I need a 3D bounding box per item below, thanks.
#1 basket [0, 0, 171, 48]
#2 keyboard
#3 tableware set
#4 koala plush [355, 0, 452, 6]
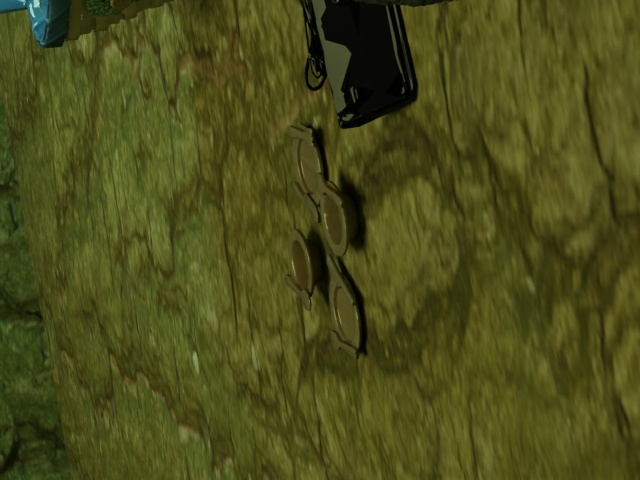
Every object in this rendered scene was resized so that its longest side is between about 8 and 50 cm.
[{"bbox_3d":[-0.254,-0.294,1.403,0.255,0.289,0.201,99,160,-54],"label":"basket"},{"bbox_3d":[0.020,-0.172,1.068,0.100,0.038,0.192,-19,80,49],"label":"keyboard"},{"bbox_3d":[0.000,0.000,1.228,0.141,0.020,0.169,-130,34,-57],"label":"tableware set"},{"bbox_3d":[-0.002,-0.205,0.847,0.221,0.196,0.203,-7,103,69],"label":"koala plush"}]
